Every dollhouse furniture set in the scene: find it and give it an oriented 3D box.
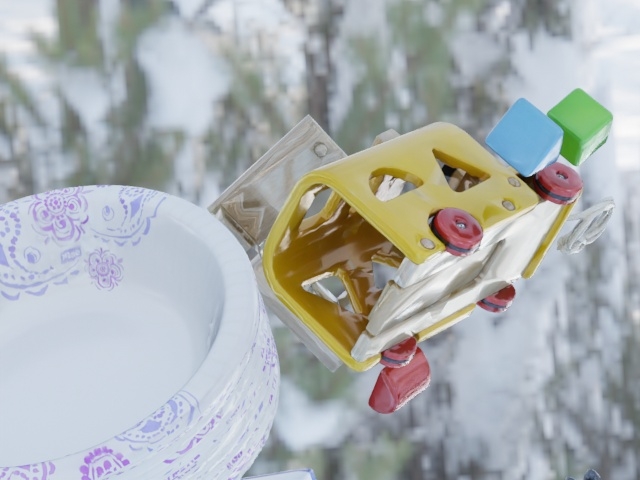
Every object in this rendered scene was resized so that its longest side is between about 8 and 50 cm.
[{"bbox_3d":[0.000,0.000,1.558,0.123,0.144,0.151,-42,-164,6],"label":"dollhouse furniture set"}]

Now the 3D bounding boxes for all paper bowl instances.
[{"bbox_3d":[-0.167,0.106,1.236,0.284,0.148,0.284,-8,-140,7],"label":"paper bowl"}]

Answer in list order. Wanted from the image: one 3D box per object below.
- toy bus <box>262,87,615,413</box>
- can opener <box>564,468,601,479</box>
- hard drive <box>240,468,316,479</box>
[{"bbox_3d":[0.061,-0.013,1.016,0.191,0.104,0.202,-44,160,-7],"label":"toy bus"},{"bbox_3d":[0.251,0.301,1.793,0.059,0.186,0.073,-16,-146,-35],"label":"can opener"},{"bbox_3d":[-0.048,0.338,1.415,0.210,0.319,0.040,-13,-164,27],"label":"hard drive"}]
